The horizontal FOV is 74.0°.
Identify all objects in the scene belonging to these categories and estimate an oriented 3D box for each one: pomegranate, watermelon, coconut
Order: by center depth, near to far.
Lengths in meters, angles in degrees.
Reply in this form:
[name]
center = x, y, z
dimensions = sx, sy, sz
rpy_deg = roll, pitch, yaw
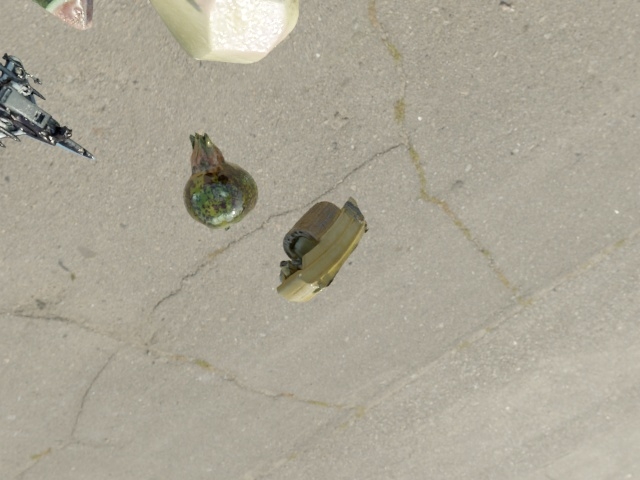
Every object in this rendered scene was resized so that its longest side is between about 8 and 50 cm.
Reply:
[watermelon]
center = -0.359, -0.351, 0.612
dimensions = 0.092, 0.084, 0.072
rpy_deg = -43, 166, -10
[coconut]
center = -0.233, -0.585, 0.967
dimensions = 0.352, 0.353, 0.353
rpy_deg = -8, 131, -9
[pomegranate]
center = -0.317, -0.162, 1.235
dimensions = 0.204, 0.222, 0.276
rpy_deg = -40, 115, 10

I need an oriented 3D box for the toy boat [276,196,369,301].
[toy boat]
center = 0.000, 0.000, 0.790
dimensions = 0.115, 0.310, 0.089
rpy_deg = 47, 127, -4

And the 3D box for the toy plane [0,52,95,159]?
[toy plane]
center = -0.497, -0.209, 0.731
dimensions = 0.078, 0.169, 0.246
rpy_deg = -5, 153, 38
